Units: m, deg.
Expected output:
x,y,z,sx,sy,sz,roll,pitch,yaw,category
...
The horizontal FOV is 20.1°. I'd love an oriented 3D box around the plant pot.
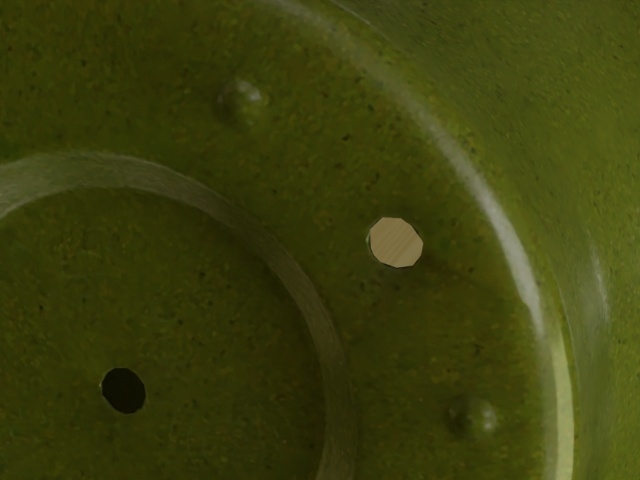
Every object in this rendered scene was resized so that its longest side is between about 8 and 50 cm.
x,y,z,sx,sy,sz,roll,pitch,yaw,category
0.000,0.000,0.609,0.366,0.366,0.353,-69,169,21,plant pot
